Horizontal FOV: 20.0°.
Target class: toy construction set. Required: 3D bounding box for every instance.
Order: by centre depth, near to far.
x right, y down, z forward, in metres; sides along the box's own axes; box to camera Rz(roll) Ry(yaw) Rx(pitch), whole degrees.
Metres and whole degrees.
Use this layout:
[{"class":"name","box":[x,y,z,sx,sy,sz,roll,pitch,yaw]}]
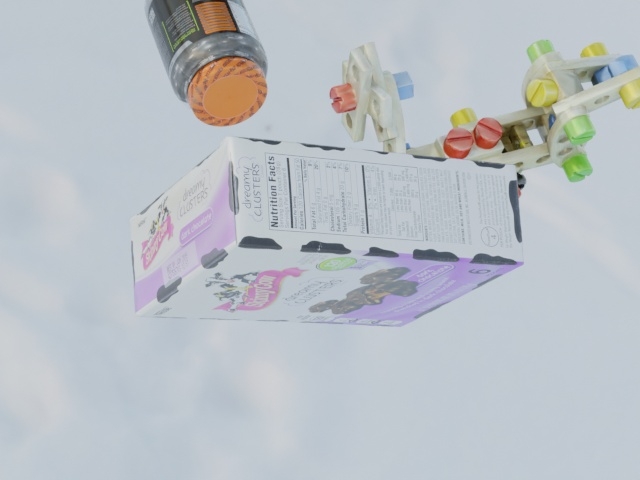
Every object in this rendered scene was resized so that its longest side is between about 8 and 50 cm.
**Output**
[{"class":"toy construction set","box":[0.166,-0.120,1.907,0.327,0.215,0.151,-1,65,-13]}]

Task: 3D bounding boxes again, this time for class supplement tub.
[{"class":"supplement tub","box":[-0.131,-0.228,2.113,0.117,0.117,0.190,10,40,-31]}]

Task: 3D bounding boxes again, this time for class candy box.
[{"class":"candy box","box":[0.000,0.000,1.135,0.196,0.165,0.070,4,72,-26]}]
